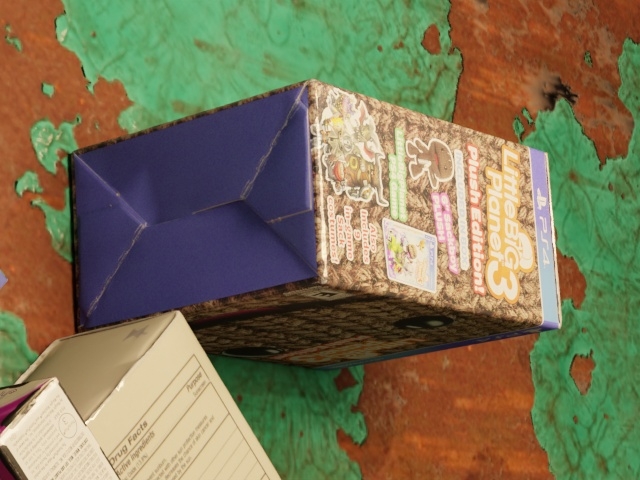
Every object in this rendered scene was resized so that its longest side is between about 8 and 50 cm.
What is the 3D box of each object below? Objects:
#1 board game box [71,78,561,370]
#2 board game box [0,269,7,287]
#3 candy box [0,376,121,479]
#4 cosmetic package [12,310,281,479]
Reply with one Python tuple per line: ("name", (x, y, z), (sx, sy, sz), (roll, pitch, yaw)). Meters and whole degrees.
("board game box", (0.000, 0.000, 1.463), (0.291, 0.232, 0.141), (12, 70, -50))
("board game box", (-0.293, 0.034, 1.236), (0.136, 0.035, 0.201), (59, 40, -21))
("candy box", (-0.176, 0.204, 1.228), (0.071, 0.159, 0.233), (-49, 118, -46))
("cosmetic package", (-0.102, 0.215, 1.345), (0.153, 0.129, 0.296), (-49, 117, -46))
